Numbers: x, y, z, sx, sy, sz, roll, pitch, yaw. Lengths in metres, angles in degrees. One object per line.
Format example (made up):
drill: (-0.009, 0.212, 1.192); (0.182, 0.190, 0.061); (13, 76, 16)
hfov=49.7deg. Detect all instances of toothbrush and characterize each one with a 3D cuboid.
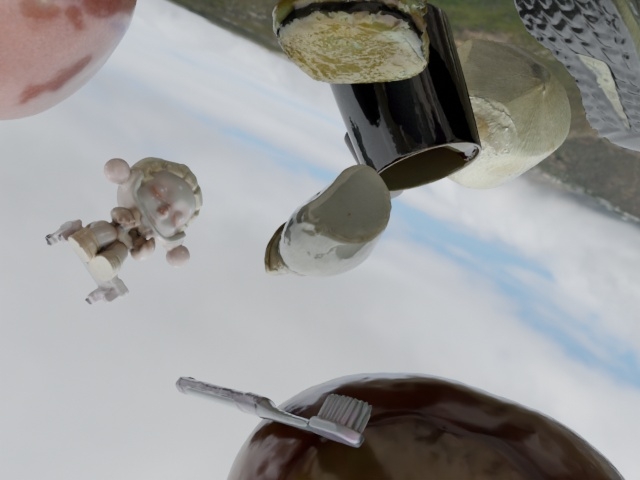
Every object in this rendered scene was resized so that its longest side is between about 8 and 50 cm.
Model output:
toothbrush: (-0.058, 0.135, 0.594); (0.024, 0.029, 0.354); (39, 157, -20)

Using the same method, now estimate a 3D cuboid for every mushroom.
mushroom: (0.000, 0.000, 0.779); (0.093, 0.116, 0.225); (29, 149, -8)

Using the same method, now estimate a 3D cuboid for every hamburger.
hamburger: (0.027, -0.226, 0.622); (0.159, 0.131, 0.185); (3, 171, 19)

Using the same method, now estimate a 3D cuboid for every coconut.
coconut: (0.295, -0.222, 1.191); (0.245, 0.247, 0.244); (9, -117, -18)

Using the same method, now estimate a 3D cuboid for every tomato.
tomato: (-0.324, -0.289, 0.726); (0.273, 0.341, 0.341); (31, -172, -37)

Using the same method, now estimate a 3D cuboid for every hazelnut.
hazelnut: (0.090, 0.264, 0.582); (0.366, 0.365, 0.366); (23, -165, -6)

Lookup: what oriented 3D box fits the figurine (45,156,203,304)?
figurine: (-0.269, -0.029, 1.049); (0.182, 0.144, 0.257); (48, -126, -3)

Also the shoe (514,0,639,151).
shoe: (0.353, -0.258, 0.782); (0.336, 0.171, 0.132); (43, 172, -34)

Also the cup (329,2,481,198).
cup: (0.108, -0.159, 0.881); (0.239, 0.166, 0.176); (57, -165, -76)
